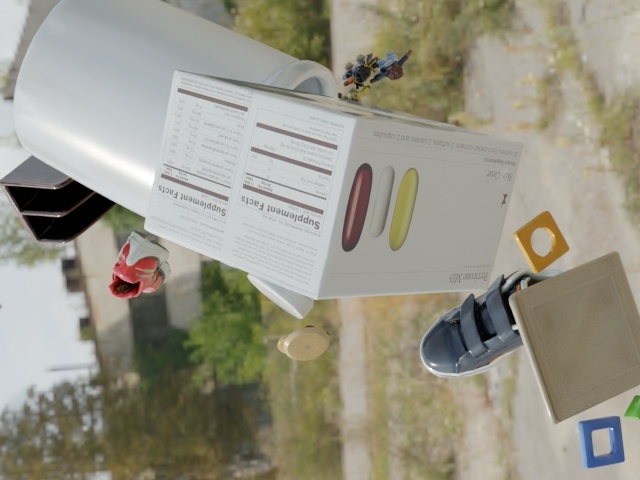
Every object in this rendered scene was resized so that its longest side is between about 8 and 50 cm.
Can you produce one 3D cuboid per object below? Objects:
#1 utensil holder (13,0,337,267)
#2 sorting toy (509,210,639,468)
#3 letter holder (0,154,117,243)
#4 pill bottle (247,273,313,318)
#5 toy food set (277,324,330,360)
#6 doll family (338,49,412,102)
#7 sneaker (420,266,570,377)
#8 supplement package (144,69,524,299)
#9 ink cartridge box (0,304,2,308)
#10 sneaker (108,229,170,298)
[{"bbox_3d":[-0.216,-0.187,1.706,0.327,0.385,0.327,-55,-17,-26],"label":"utensil holder"},{"bbox_3d":[0.346,0.126,1.502,0.047,0.196,0.347,-12,98,66],"label":"sorting toy"},{"bbox_3d":[-0.441,-0.139,2.242,0.302,0.214,0.152,-47,-54,-35],"label":"letter holder"},{"bbox_3d":[0.000,0.000,1.989,0.264,0.153,0.153,-51,-7,-11],"label":"pill bottle"},{"bbox_3d":[-0.025,0.177,1.936,0.082,0.083,0.020,33,-153,-35],"label":"toy food set"},{"bbox_3d":[0.066,-0.254,1.846,0.193,0.076,0.111,-49,12,11],"label":"doll family"},{"bbox_3d":[0.299,0.124,1.837,0.127,0.321,0.126,41,-152,-60],"label":"sneaker"},{"bbox_3d":[0.018,-0.048,0.994,0.262,0.204,0.145,0,-74,-51],"label":"supplement package"},{"bbox_3d":[-0.695,0.066,2.005,0.231,0.134,0.078,57,164,-23],"label":"ink cartridge box"},{"bbox_3d":[-0.366,0.063,2.186,0.118,0.107,0.279,-55,-4,-16],"label":"sneaker"}]
